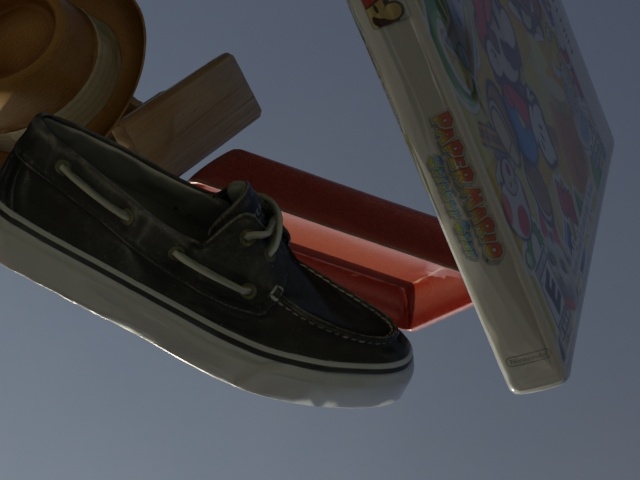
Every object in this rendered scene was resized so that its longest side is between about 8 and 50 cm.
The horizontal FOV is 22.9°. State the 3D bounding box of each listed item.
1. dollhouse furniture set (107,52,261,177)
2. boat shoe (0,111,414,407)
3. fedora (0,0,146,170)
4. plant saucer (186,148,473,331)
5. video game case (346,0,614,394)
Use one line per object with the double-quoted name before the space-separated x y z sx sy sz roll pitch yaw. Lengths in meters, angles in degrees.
"dollhouse furniture set" -0.276 -0.216 1.415 0.256 0.362 0.394 -17 -74 38
"boat shoe" -0.075 0.015 1.116 0.335 0.121 0.119 22 -69 -10
"fedora" -0.228 -0.136 1.201 0.194 0.079 0.194 -12 -118 23
"plant saucer" 0.000 0.000 1.299 0.259 0.258 0.048 19 -105 -10
"video game case" 0.062 -0.084 0.603 0.026 0.227 0.206 -17 -71 22
